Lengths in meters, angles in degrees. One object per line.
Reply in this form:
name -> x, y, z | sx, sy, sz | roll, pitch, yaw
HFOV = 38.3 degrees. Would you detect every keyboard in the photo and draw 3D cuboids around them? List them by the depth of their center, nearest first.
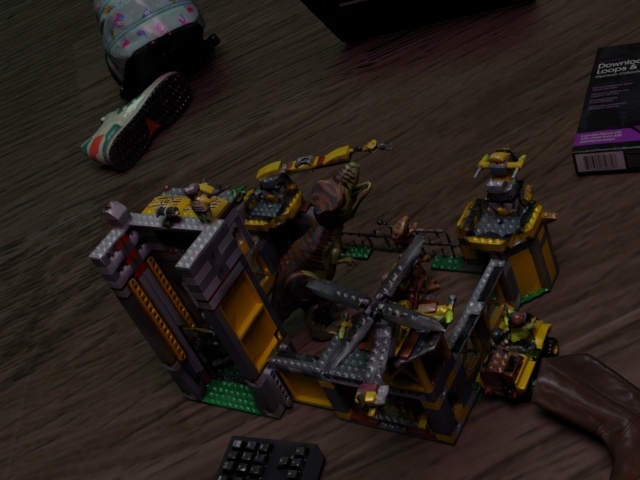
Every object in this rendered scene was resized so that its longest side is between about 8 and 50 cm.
keyboard -> -0.071, 0.207, 0.607 | 0.108, 0.023, 0.180 | -4, 41, 27

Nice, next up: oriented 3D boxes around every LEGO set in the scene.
LEGO set -> 0.000, 0.000, 0.674 | 0.331, 0.192, 0.255 | 12, 51, 40

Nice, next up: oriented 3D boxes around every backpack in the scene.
backpack -> -0.211, -0.258, 1.135 | 0.152, 0.115, 0.182 | -36, 3, -7

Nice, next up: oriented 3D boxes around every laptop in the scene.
laptop -> 0.116, -0.318, 1.044 | 0.234, 0.264, 0.136 | -9, 76, 22

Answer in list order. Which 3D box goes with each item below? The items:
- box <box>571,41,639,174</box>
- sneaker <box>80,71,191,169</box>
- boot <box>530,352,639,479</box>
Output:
box -> 0.287, -0.120, 0.792 | 0.116, 0.029, 0.162 | -3, 41, 28
sneaker -> -0.224, -0.151, 1.105 | 0.075, 0.057, 0.161 | 12, 53, 32
boot -> 0.163, 0.118, 0.564 | 0.106, 0.037, 0.114 | -28, 37, -25
